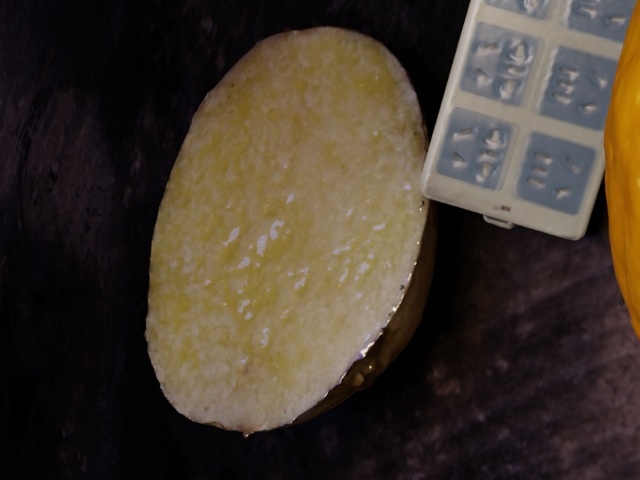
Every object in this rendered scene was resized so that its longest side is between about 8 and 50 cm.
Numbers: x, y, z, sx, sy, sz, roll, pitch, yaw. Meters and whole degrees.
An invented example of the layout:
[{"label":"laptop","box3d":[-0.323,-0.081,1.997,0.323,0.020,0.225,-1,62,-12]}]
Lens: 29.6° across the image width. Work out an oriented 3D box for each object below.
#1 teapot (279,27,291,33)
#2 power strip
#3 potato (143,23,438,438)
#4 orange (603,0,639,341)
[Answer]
[{"label":"teapot","box3d":[-0.029,-0.119,0.971,0.067,0.045,0.100,12,116,30]},{"label":"power strip","box3d":[0.153,-0.179,0.705,0.106,0.043,0.367,16,104,9]},{"label":"potato","box3d":[0.000,0.000,0.873,0.239,0.116,0.299,-2,74,40]},{"label":"orange","box3d":[0.257,-0.027,0.406,0.340,0.293,0.341,0,90,51]}]
